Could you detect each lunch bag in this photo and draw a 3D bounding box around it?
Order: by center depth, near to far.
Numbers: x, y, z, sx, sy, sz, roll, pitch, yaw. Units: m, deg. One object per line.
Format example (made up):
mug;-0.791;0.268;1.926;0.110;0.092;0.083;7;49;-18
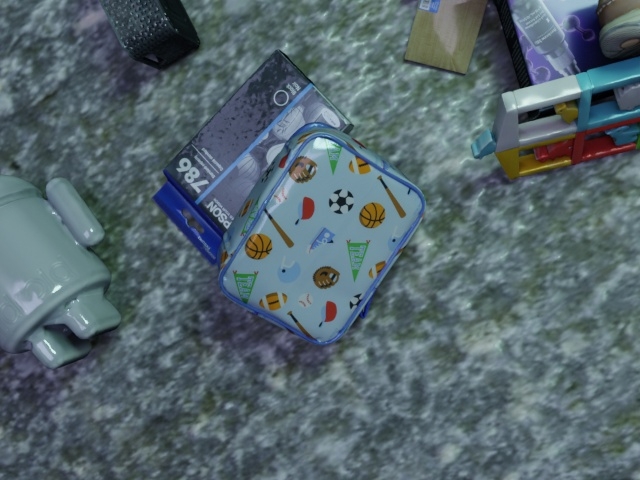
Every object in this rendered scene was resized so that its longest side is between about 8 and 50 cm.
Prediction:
lunch bag;0.000;0.000;0.952;0.243;0.115;0.303;30;103;-19

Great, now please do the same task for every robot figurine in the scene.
robot figurine;-0.482;0.037;1.030;0.300;0.200;0.353;-43;86;2

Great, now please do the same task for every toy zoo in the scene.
toy zoo;0.348;-0.158;0.855;0.293;0.192;0.030;-13;65;13

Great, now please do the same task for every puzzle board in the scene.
puzzle board;0.187;-0.321;0.947;0.096;0.011;0.128;16;112;8

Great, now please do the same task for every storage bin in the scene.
storage bin;-0.276;-0.371;0.994;0.084;0.122;0.180;-26;89;13

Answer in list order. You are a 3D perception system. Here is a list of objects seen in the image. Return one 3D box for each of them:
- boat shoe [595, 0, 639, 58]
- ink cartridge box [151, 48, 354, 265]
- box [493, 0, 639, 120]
boat shoe;0.458;-0.306;0.784;0.324;0.123;0.116;-16;89;-32
ink cartridge box;-0.121;-0.122;1.015;0.165;0.065;0.332;46;102;4
box;0.341;-0.289;0.884;0.153;0.108;0.207;-18;91;12
